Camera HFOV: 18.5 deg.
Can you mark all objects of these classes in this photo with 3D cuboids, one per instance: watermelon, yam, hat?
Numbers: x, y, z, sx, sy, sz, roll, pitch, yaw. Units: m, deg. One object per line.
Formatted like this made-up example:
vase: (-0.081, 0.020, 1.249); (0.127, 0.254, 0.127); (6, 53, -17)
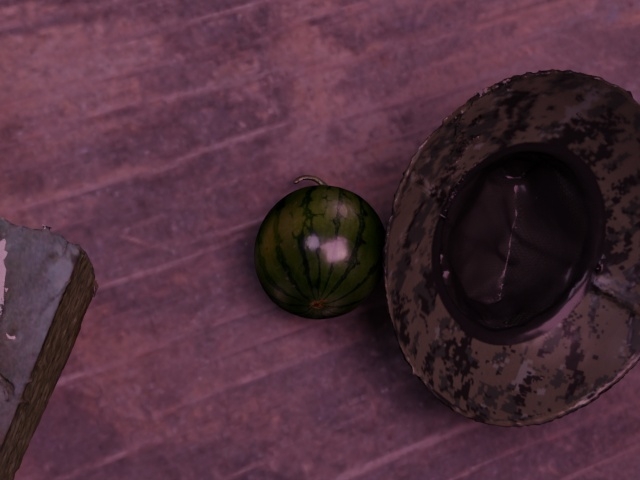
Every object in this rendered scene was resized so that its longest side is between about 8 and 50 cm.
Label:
watermelon: (0.002, 0.005, 1.428); (0.109, 0.109, 0.109); (4, 81, -24)
yam: (-0.273, 0.107, 1.241); (0.201, 0.202, 0.271); (14, 77, 0)
hat: (0.141, 0.001, 1.476); (0.265, 0.128, 0.265); (-2, 97, -19)
